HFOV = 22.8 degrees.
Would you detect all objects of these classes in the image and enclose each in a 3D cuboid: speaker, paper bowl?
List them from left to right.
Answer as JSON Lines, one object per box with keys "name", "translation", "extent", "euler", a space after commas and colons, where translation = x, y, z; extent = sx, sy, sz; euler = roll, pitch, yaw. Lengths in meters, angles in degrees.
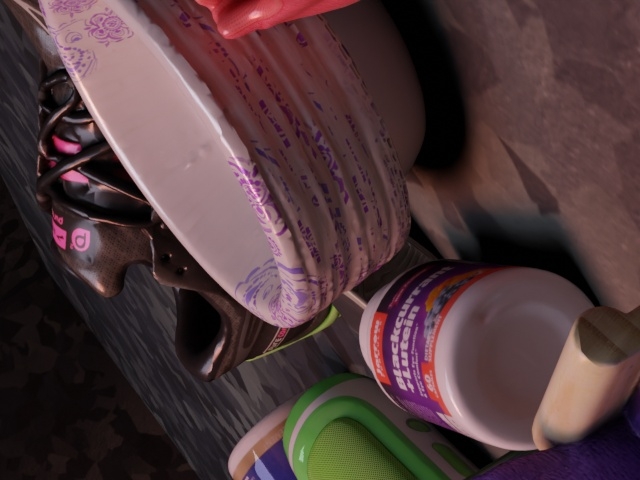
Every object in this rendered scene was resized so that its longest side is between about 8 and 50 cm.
{"name": "paper bowl", "translation": [-0.045, -0.098, 1.004], "extent": [0.284, 0.148, 0.284], "euler": [48, 164, 19]}
{"name": "speaker", "translation": [0.084, 0.233, 1.378], "extent": [0.296, 0.131, 0.131], "euler": [41, 159, 49]}

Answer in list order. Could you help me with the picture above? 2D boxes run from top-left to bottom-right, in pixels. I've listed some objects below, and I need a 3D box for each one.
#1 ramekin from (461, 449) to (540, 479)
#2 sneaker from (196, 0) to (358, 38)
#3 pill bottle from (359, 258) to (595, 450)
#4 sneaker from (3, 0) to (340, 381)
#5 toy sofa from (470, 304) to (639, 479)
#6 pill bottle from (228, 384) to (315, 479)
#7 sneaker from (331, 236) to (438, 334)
{"name": "ramekin", "translation": [0.192, 0.254, 1.001], "extent": [0.303, 0.148, 0.303], "euler": [52, 166, 19]}
{"name": "sneaker", "translation": [0.005, -0.167, 0.718], "extent": [0.116, 0.136, 0.314], "euler": [54, 166, 8]}
{"name": "pill bottle", "translation": [0.092, 0.066, 1.005], "extent": [0.108, 0.108, 0.193], "euler": [59, 166, -10]}
{"name": "sneaker", "translation": [-0.142, -0.068, 1.248], "extent": [0.483, 0.202, 0.185], "euler": [57, 166, -30]}
{"name": "toy sofa", "translation": [0.226, 0.184, 0.670], "extent": [0.362, 0.177, 0.150], "euler": [53, 166, 19]}
{"name": "pill bottle", "translation": [0.038, 0.286, 1.600], "extent": [0.264, 0.153, 0.153], "euler": [51, 165, 19]}
{"name": "sneaker", "translation": [0.000, 0.000, 1.189], "extent": [0.222, 0.083, 0.118], "euler": [45, 166, 9]}
